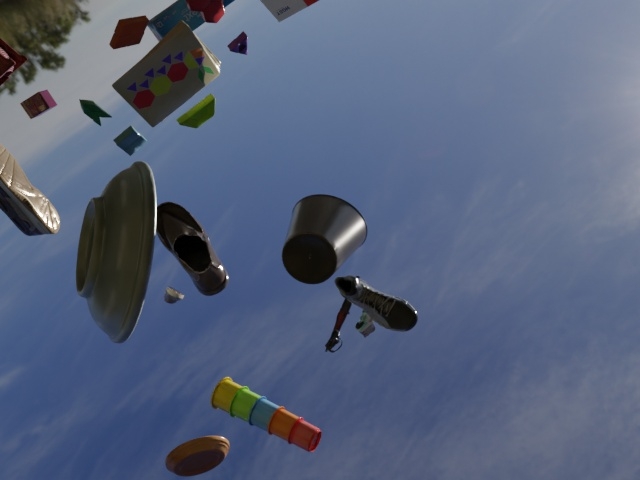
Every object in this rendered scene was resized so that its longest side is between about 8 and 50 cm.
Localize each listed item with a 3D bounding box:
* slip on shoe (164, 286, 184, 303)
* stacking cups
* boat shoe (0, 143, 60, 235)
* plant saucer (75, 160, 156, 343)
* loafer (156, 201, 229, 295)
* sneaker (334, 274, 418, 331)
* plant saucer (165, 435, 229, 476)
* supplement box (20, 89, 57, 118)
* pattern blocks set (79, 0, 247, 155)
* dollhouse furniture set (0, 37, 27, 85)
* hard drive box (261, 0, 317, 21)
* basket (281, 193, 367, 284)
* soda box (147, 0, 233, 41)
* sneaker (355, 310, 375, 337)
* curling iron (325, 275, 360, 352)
[{"bbox_3d":[-0.403,0.152,1.471,0.041,0.051,0.135,-58,-166,-12],"label":"slip on shoe"},{"bbox_3d":[-0.148,0.471,1.464,0.316,0.096,0.096,17,-123,27],"label":"stacking cups"},{"bbox_3d":[-0.712,-0.114,1.231,0.092,0.285,0.103,-20,-137,4],"label":"boat shoe"},{"bbox_3d":[-0.457,0.019,1.173,0.400,0.101,0.400,-19,-112,56],"label":"plant saucer"},{"bbox_3d":[-0.397,-0.002,1.638,0.134,0.130,0.366,-36,-116,-16],"label":"loafer"},{"bbox_3d":[0.124,0.151,1.345,0.229,0.132,0.086,25,-94,33],"label":"sneaker"},{"bbox_3d":[-0.376,0.672,1.676,0.200,0.200,0.037,-32,-130,6],"label":"plant saucer"},{"bbox_3d":[-0.845,-0.409,1.629,0.083,0.055,0.043,-19,-159,21],"label":"supplement box"},{"bbox_3d":[-0.274,-0.302,0.988,0.325,0.285,0.026,-36,-116,-9],"label":"pattern blocks set"},{"bbox_3d":[-0.946,-0.525,1.329,0.152,0.374,0.201,-45,-150,2],"label":"dollhouse furniture set"},{"bbox_3d":[-0.088,-0.619,1.170,0.181,0.232,0.089,-14,-126,37],"label":"hard drive box"},{"bbox_3d":[0.000,0.000,1.306,0.227,0.204,0.154,-62,172,-64],"label":"basket"},{"bbox_3d":[-0.313,-0.556,1.315,0.210,0.071,0.067,-42,-147,-12],"label":"soda box"},{"bbox_3d":[0.144,0.236,1.573,0.038,0.069,0.098,12,-121,49],"label":"sneaker"},{"bbox_3d":[0.078,0.229,1.688,0.068,0.035,0.274,-30,-151,54],"label":"curling iron"}]
